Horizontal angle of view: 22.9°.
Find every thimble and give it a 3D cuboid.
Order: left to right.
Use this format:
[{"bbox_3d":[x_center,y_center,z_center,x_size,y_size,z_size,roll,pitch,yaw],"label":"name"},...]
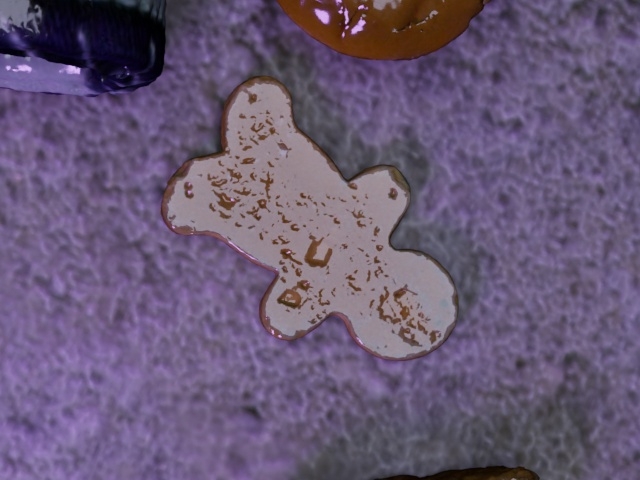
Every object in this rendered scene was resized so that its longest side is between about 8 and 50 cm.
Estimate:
[{"bbox_3d":[-0.204,-0.179,1.063,0.237,0.237,0.150,6,89,-4],"label":"thimble"}]

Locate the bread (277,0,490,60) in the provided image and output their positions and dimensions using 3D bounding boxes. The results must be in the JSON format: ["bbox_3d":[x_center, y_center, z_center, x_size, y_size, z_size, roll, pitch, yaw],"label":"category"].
[{"bbox_3d":[0.065,-0.252,1.124,0.195,0.142,0.269,31,87,-2],"label":"bread"}]

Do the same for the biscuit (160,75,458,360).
[{"bbox_3d":[0.000,0.000,1.157,0.234,0.030,0.153,37,85,-2],"label":"biscuit"}]

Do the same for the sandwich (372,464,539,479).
[{"bbox_3d":[0.053,0.293,1.116,0.226,0.087,0.251,-5,87,-4],"label":"sandwich"}]
